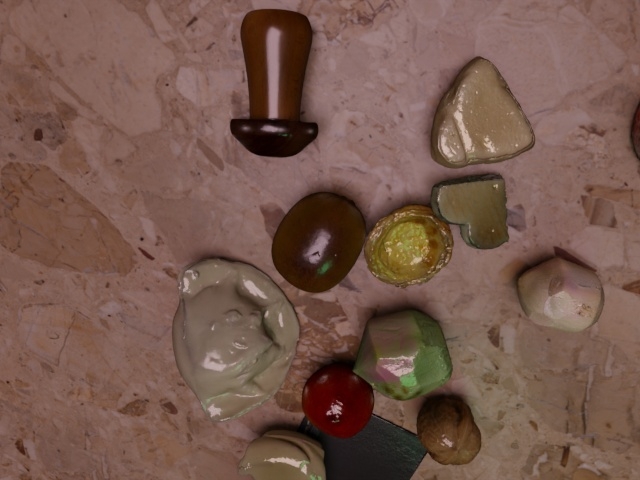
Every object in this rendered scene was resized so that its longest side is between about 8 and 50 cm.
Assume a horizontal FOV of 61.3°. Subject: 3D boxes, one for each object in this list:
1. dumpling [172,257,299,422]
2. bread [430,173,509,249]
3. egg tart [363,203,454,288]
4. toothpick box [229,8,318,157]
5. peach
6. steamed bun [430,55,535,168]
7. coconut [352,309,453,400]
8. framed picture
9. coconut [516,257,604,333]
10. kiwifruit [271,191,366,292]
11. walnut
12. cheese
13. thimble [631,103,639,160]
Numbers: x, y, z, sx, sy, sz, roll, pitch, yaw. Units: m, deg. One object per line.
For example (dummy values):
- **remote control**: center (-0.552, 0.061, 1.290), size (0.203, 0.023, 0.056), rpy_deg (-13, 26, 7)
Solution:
- **dumpling**: center (-0.209, 0.229, 1.346), size (0.315, 0.233, 0.395), rpy_deg (-16, 90, -21)
- **bread**: center (0.346, -0.085, 1.216), size (0.232, 0.064, 0.172), rpy_deg (34, 89, -24)
- **egg tart**: center (0.202, 0.009, 1.253), size (0.212, 0.090, 0.213), rpy_deg (-2, 110, -6)
- **toothpick box**: center (-0.098, -0.327, 1.162), size (0.192, 0.192, 0.294), rpy_deg (2, 100, 6)
- **peach**: center (0.044, 0.395, 1.334), size (0.197, 0.197, 0.197), rpy_deg (2, 106, 6)
- **steamed bun**: center (0.320, -0.250, 1.169), size (0.212, 0.110, 0.231), rpy_deg (-32, 97, -4)
- **coconut**: center (0.187, 0.274, 1.285), size (0.236, 0.236, 0.205), rpy_deg (-21, 68, 12)
- **framed picture**: center (0.095, 0.576, 1.475), size (0.338, 0.014, 0.255), rpy_deg (26, 106, -1)
- **coconut**: center (0.532, 0.122, 1.218), size (0.183, 0.171, 0.171), rpy_deg (17, 107, -7)
- **kiwifruit**: center (0.000, 0.000, 1.236), size (0.196, 0.196, 0.234), rpy_deg (38, 100, -5)
- **walnut**: center (0.316, 0.472, 1.333), size (0.155, 0.184, 0.155), rpy_deg (0, 102, 1)
- **cheese**: center (-0.094, 0.635, 1.438), size (0.233, 0.127, 0.266), rpy_deg (1, 104, 6)
- **thimble**: center (0.780, -0.234, 1.093), size (0.239, 0.162, 0.239), rpy_deg (2, 107, 6)
